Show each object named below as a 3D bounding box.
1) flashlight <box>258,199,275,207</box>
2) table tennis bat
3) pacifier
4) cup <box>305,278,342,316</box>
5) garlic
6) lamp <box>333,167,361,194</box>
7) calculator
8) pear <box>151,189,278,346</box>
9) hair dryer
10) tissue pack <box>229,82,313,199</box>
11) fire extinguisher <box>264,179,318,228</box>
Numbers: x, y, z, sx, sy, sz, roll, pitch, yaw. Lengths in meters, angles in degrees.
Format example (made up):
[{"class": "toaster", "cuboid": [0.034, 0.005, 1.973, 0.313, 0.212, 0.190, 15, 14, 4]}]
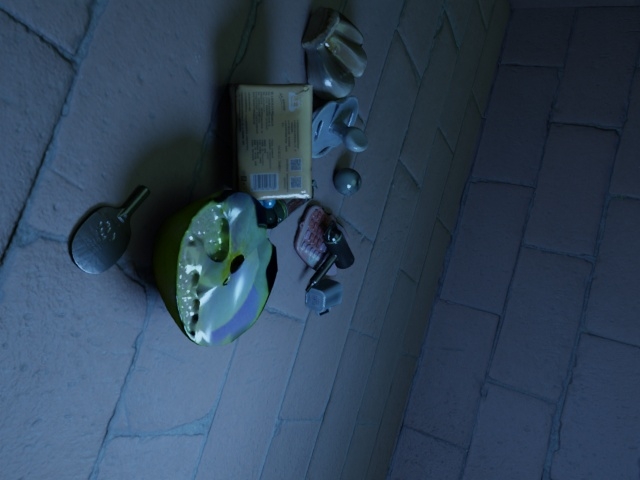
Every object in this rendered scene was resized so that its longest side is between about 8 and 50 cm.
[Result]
[{"class": "flashlight", "cuboid": [-0.191, -0.105, 1.556, 0.129, 0.051, 0.051, -18, 122, -18]}, {"class": "table tennis bat", "cuboid": [-0.458, -0.031, 1.198, 0.234, 0.022, 0.131, -58, 144, -28]}, {"class": "pacifier", "cuboid": [0.072, -0.356, 1.809, 0.279, 0.207, 0.227, -30, 145, -47]}, {"class": "cup", "cuboid": [0.012, 0.223, 2.043, 0.129, 0.095, 0.128, -18, 119, -54]}, {"class": "garlic", "cuboid": [0.056, -0.596, 1.777, 0.325, 0.132, 0.279, 31, 83, -54]}, {"class": "lamp", "cuboid": [0.101, -0.220, 2.016, 0.105, 0.105, 0.105, -30, 126, -53]}, {"class": "calculator", "cuboid": [0.000, 0.000, 1.988, 0.330, 0.048, 0.220, 41, 66, -55]}, {"class": "pear", "cuboid": [-0.288, 0.058, 1.376, 0.399, 0.165, 0.398, -30, 125, -53]}, {"class": "hair dryer", "cuboid": [0.013, 0.077, 1.933, 0.248, 0.078, 0.195, -53, 138, -25]}, {"class": "tissue pack", "cuboid": [-0.143, -0.279, 1.491, 0.238, 0.239, 0.305, -26, 122, -55]}, {"class": "fire extinguisher", "cuboid": [-0.089, -0.143, 1.722, 0.294, 0.093, 0.118, -43, 133, -46]}]
